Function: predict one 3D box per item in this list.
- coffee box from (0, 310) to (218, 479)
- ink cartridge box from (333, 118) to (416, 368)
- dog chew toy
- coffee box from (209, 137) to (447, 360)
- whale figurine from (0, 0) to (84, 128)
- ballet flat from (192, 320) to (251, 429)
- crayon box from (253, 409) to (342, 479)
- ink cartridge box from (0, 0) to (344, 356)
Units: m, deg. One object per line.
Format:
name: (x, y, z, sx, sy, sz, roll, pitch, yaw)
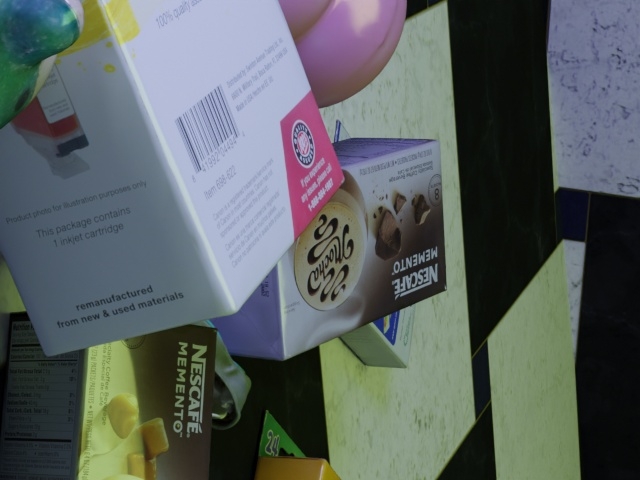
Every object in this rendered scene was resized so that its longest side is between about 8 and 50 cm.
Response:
coffee box: (-0.168, 0.183, 1.350, 0.141, 0.098, 0.247, 13, 77, -48)
ink cartridge box: (0.041, 0.013, 2.046, 0.371, 0.069, 0.176, 53, 42, -63)
dog chew toy: (-0.056, -0.251, 1.598, 0.332, 0.206, 0.207, 33, 59, -57)
coffee box: (0.000, 0.000, 1.745, 0.297, 0.118, 0.168, -18, 108, -52)
whale figurine: (-0.244, -0.160, 1.014, 0.141, 0.216, 0.272, -55, 172, -40)
ballet flat: (-0.117, 0.118, 1.597, 0.213, 0.072, 0.068, 57, 42, -58)
crayon box: (-0.019, 0.368, 1.852, 0.203, 0.083, 0.323, 57, 37, -57)
ink cartridge box: (-0.150, -0.154, 1.255, 0.385, 0.160, 0.279, 70, 24, -15)
